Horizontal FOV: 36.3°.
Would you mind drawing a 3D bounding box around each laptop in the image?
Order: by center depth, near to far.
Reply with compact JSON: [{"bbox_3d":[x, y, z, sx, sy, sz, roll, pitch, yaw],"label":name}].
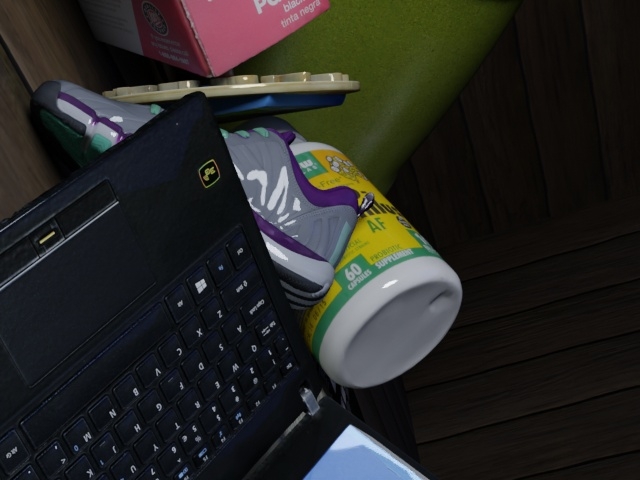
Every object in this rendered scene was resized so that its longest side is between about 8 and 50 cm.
[{"bbox_3d":[-0.032,0.112,0.365,0.234,0.136,0.264,-43,125,-38],"label":"laptop"}]

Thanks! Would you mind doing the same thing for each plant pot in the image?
[{"bbox_3d":[0.022,-0.232,1.014,0.366,0.366,0.353,-96,-157,-56],"label":"plant pot"}]

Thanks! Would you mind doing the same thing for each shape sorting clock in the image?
[{"bbox_3d":[-0.072,-0.116,0.763,0.206,0.206,0.040,-48,131,-82],"label":"shape sorting clock"}]

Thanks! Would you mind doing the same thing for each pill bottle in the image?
[{"bbox_3d":[0.000,0.000,0.732,0.208,0.117,0.118,50,-8,34],"label":"pill bottle"}]

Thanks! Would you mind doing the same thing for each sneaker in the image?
[{"bbox_3d":[-0.075,-0.050,0.638,0.223,0.098,0.083,35,-24,-6],"label":"sneaker"}]

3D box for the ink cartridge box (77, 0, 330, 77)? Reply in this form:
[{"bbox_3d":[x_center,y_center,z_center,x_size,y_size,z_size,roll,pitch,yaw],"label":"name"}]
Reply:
[{"bbox_3d":[-0.130,-0.276,0.681,0.207,0.117,0.283,28,-34,50],"label":"ink cartridge box"}]

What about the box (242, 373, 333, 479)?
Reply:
[{"bbox_3d":[-0.057,0.138,0.632,0.311,0.121,0.148,66,10,-50],"label":"box"}]

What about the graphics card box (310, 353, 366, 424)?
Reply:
[{"bbox_3d":[-0.030,0.150,0.945,0.233,0.094,0.371,-91,162,-63],"label":"graphics card box"}]
